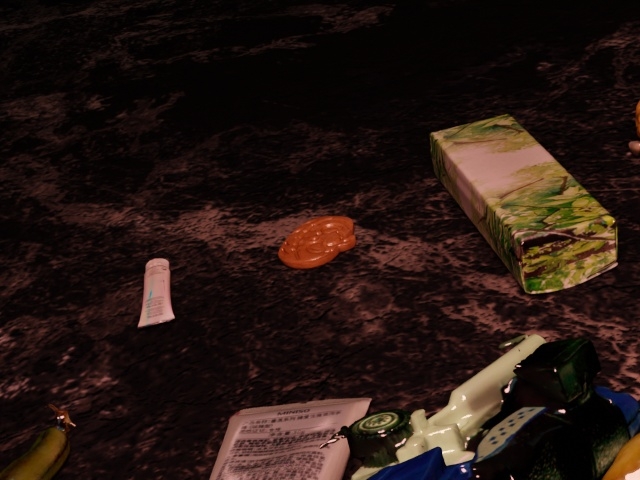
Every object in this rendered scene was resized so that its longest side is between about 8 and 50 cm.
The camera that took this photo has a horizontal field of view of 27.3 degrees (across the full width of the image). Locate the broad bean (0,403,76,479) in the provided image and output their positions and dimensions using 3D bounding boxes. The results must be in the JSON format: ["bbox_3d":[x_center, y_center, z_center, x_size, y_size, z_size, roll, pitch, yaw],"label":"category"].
[{"bbox_3d":[-0.285,0.218,1.094,0.069,0.039,0.227,18,42,37],"label":"broad bean"}]

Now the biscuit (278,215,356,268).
[{"bbox_3d":[0.000,0.000,1.356,0.078,0.015,0.091,0,32,28],"label":"biscuit"}]

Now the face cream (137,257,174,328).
[{"bbox_3d":[-0.167,0.054,1.342,0.038,0.020,0.115,-14,29,2],"label":"face cream"}]

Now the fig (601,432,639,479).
[{"bbox_3d":[0.237,0.170,0.782,0.166,0.154,0.144,-54,28,27],"label":"fig"}]

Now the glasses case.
[{"bbox_3d":[0.191,-0.041,1.281,0.095,0.062,0.272,-13,28,-7],"label":"glasses case"}]

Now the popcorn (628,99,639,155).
[{"bbox_3d":[0.402,-0.172,1.328,0.163,0.140,0.194,4,36,42],"label":"popcorn"}]

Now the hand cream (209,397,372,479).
[{"bbox_3d":[-0.043,0.211,0.968,0.124,0.078,0.341,-9,21,15],"label":"hand cream"}]

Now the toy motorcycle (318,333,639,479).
[{"bbox_3d":[0.080,0.177,0.823,0.331,0.125,0.196,-28,16,-39],"label":"toy motorcycle"}]
